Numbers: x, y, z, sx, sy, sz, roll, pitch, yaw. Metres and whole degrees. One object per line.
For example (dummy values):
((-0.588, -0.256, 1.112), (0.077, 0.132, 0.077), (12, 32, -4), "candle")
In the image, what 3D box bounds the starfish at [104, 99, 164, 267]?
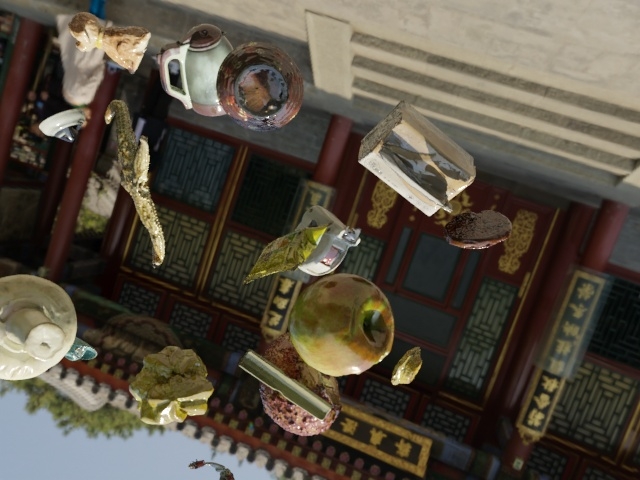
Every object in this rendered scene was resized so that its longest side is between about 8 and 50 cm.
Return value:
((-0.547, -0.173, 1.598), (0.082, 0.432, 0.324), (-20, -135, -26), "starfish")

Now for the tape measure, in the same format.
((0.000, 0.000, 2.086), (0.130, 0.265, 0.258), (29, -170, -39), "tape measure")

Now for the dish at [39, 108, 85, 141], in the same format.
((-0.786, -0.343, 1.687), (0.078, 0.141, 0.141), (63, -177, -6), "dish")

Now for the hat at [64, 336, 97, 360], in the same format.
((-0.878, 0.370, 1.891), (0.191, 0.078, 0.138), (23, 144, 18), "hat")

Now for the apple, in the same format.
((0.045, 0.201, 1.282), (0.226, 0.246, 0.246), (-9, 165, 44), "apple")

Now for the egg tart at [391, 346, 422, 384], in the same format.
((0.246, 0.351, 1.498), (0.049, 0.128, 0.129), (34, -167, 26), "egg tart")

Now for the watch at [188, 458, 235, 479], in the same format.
((-0.426, 0.857, 1.906), (0.268, 0.164, 0.102), (33, 138, -27), "watch")

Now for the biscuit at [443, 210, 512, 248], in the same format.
((0.442, -0.029, 1.521), (0.192, 0.049, 0.192), (-11, -152, 6), "biscuit")

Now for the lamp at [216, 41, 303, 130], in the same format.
((-0.165, -0.420, 1.490), (0.247, 0.247, 0.247), (19, -174, -2), "lamp")

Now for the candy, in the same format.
((-0.087, 0.028, 1.558), (0.187, 0.081, 0.297), (-17, -164, 29), "candy")

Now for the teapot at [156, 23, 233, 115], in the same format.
((-0.464, -0.658, 2.083), (0.315, 0.312, 0.233), (-27, -128, -17), "teapot")

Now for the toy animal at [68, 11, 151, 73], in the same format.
((-0.522, -0.517, 1.346), (0.185, 0.104, 0.184), (27, 159, -23), "toy animal")

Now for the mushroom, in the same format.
((-0.881, 0.273, 1.649), (0.356, 0.315, 0.315), (22, -173, 12), "mushroom")

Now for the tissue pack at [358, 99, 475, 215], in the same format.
((0.287, -0.225, 1.647), (0.305, 0.238, 0.238), (36, -178, -16), "tissue pack")

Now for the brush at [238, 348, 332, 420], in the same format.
((-0.093, 0.388, 1.459), (0.282, 0.054, 0.048), (37, 171, -11), "brush")

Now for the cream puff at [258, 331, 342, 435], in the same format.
((-0.077, 0.464, 1.723), (0.350, 0.229, 0.350), (57, -172, -12), "cream puff")

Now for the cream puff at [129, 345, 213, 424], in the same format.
((-0.555, 0.547, 2.105), (0.270, 0.274, 0.323), (-9, 177, 45), "cream puff")
